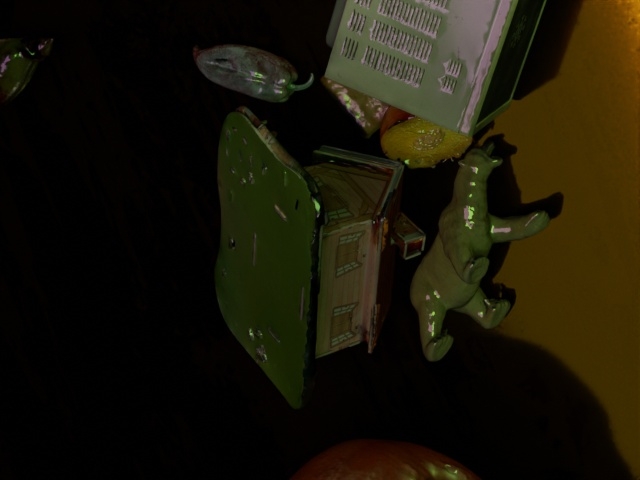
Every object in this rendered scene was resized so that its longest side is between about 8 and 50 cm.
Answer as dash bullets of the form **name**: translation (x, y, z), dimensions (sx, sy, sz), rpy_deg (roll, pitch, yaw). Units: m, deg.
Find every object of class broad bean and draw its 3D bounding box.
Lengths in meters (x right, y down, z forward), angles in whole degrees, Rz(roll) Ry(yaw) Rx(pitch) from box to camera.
- **broad bean**: translation (-0.429, -0.177, 2.008), dimensions (0.339, 0.061, 0.077), rpy_deg (-15, 93, 29)

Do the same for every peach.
- **peach**: translation (0.107, -0.119, 1.757), dimensions (0.098, 0.061, 0.098), rpy_deg (1, 149, 1)

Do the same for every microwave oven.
- **microwave oven**: translation (0.123, -0.254, 1.651), dimensions (0.194, 0.145, 0.240), rpy_deg (25, 117, 17)

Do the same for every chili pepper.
- **chili pepper**: translation (-0.079, -0.183, 1.842), dimensions (0.153, 0.041, 0.050), rpy_deg (20, 73, 20)

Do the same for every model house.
- **model house**: translation (0.001, 0.000, 1.806), dimensions (0.207, 0.154, 0.294), rpy_deg (49, 146, 42)

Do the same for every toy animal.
- **toy animal**: translation (0.150, 0.011, 1.772), dimensions (0.101, 0.103, 0.219), rpy_deg (46, 132, 33)

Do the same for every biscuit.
- **biscuit**: translation (0.050, -0.160, 1.796), dimensions (0.081, 0.018, 0.083), rpy_deg (-39, 88, 32)

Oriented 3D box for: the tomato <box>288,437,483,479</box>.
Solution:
- **tomato**: translation (0.076, 0.378, 1.801), dimensions (0.273, 0.341, 0.341), rpy_deg (-39, 88, 36)
